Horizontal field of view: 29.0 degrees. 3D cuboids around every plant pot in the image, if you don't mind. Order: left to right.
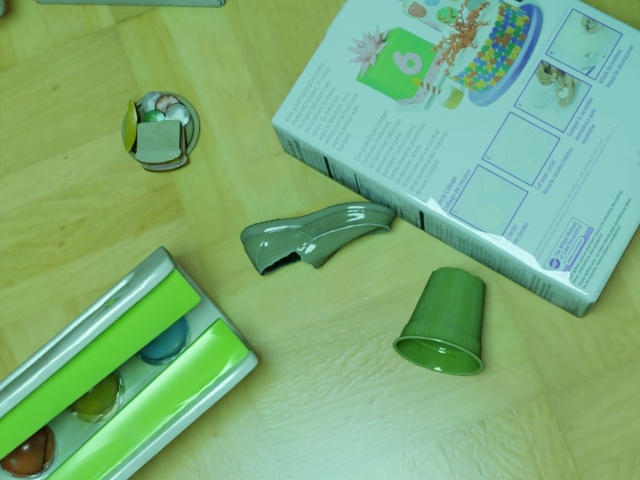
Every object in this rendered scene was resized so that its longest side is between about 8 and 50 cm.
[{"bbox_3d":[0.115,0.069,1.113,0.083,0.083,0.079,14,68,9],"label":"plant pot"}]

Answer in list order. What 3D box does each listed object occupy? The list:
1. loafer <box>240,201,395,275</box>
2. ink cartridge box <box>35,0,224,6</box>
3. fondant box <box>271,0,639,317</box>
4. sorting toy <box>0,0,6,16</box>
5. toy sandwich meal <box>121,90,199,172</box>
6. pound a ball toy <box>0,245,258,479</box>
[{"bbox_3d":[0.000,0.000,1.149,0.148,0.056,0.050,-12,77,13],"label":"loafer"},{"bbox_3d":[-0.190,-0.377,1.216,0.202,0.117,0.278,2,77,6],"label":"ink cartridge box"},{"bbox_3d":[0.157,-0.116,1.135,0.330,0.096,0.238,30,82,11],"label":"fondant box"},{"bbox_3d":[-0.452,-0.298,1.241,0.256,0.089,0.257,-15,77,3],"label":"sorting toy"},{"bbox_3d":[-0.157,-0.107,1.199,0.086,0.029,0.085,-1,78,6],"label":"toy sandwich meal"},{"bbox_3d":[-0.195,0.185,1.105,0.319,0.136,0.208,-41,102,-4],"label":"pound a ball toy"}]
